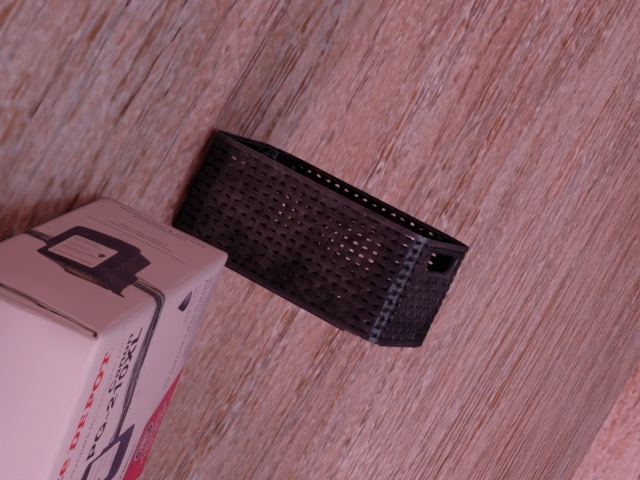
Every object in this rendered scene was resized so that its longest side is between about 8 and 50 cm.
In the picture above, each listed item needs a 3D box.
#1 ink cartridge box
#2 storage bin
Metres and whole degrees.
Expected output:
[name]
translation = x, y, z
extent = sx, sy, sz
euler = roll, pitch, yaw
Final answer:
[ink cartridge box]
translation = -0.160, 0.084, 1.155
extent = 0.172, 0.100, 0.237
euler = -68, 170, 15
[storage bin]
translation = 0.000, 0.000, 1.374
extent = 0.084, 0.180, 0.122
euler = -64, 159, 6
